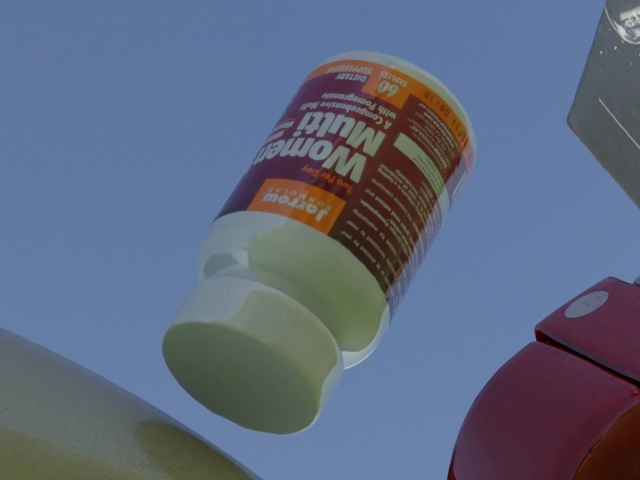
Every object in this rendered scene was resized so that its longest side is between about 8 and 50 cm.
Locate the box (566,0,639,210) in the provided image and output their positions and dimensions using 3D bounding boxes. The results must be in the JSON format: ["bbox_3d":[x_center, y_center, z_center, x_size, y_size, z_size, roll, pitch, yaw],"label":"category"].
[{"bbox_3d":[0.279,-0.056,0.651,0.179,0.343,0.312,-21,-34,-23],"label":"box"}]

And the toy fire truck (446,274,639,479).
[{"bbox_3d":[0.088,0.137,0.572,0.246,0.158,0.217,-32,-73,-10],"label":"toy fire truck"}]

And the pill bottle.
[{"bbox_3d":[0.000,0.000,1.139,0.121,0.121,0.221,56,-132,-32],"label":"pill bottle"}]

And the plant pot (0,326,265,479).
[{"bbox_3d":[-0.142,0.188,1.098,0.256,0.274,0.256,-43,-41,-53],"label":"plant pot"}]
